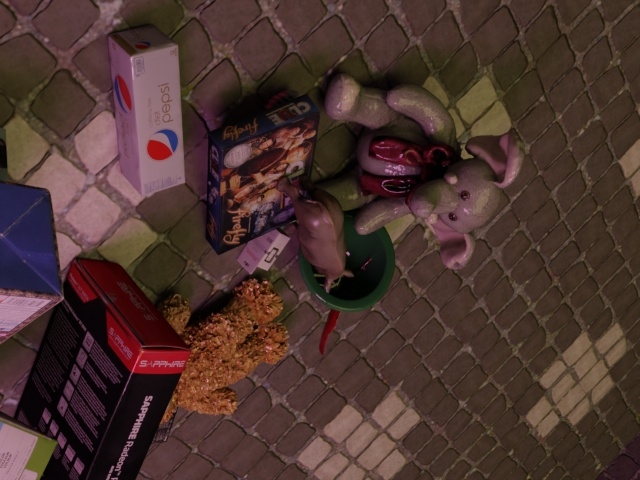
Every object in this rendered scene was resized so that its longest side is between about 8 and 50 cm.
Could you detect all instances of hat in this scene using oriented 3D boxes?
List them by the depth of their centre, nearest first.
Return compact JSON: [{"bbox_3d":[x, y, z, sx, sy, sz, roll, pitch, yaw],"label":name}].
[{"bbox_3d":[0.012,0.060,1.801,0.173,0.183,0.208,32,68,-11],"label":"hat"}]

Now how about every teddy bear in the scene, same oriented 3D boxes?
[{"bbox_3d":[-0.191,0.192,1.673,0.338,0.113,0.245,-11,125,-35],"label":"teddy bear"}]

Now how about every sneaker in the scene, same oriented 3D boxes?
[{"bbox_3d":[-0.062,-0.173,1.554,0.119,0.047,0.057,-50,145,15],"label":"sneaker"}]

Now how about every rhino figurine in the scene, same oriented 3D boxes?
[{"bbox_3d":[0.000,0.000,1.600,0.073,0.106,0.243,-36,146,-17],"label":"rhino figurine"}]

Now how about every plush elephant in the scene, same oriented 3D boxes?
[{"bbox_3d":[0.170,-0.097,1.644,0.330,0.255,0.272,-6,124,-38],"label":"plush elephant"}]

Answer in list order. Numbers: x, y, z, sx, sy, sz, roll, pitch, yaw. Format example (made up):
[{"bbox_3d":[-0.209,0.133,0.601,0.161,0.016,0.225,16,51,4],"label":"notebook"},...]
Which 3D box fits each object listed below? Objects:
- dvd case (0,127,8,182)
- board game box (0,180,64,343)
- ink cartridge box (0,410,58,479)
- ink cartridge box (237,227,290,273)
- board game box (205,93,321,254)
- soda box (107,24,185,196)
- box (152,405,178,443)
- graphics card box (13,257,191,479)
[{"bbox_3d":[-0.434,-0.114,1.253,0.013,0.087,0.119,-30,147,35],"label":"dvd case"},{"bbox_3d":[-0.476,0.047,1.190,0.232,0.141,0.291,10,149,-44],"label":"board game box"},{"bbox_3d":[-0.484,0.227,1.275,0.255,0.189,0.097,41,69,-48],"label":"ink cartridge box"},{"bbox_3d":[-0.092,0.013,1.664,0.028,0.048,0.083,27,103,-48],"label":"ink cartridge box"},{"bbox_3d":[-0.089,-0.094,1.541,0.165,0.042,0.243,-25,150,-23],"label":"board game box"},{"bbox_3d":[-0.231,-0.172,1.384,0.069,0.074,0.216,-20,132,-28],"label":"soda box"},{"bbox_3d":[-0.281,0.308,1.753,0.067,0.018,0.083,-1,121,-40],"label":"box"},{"bbox_3d":[-0.335,0.242,1.496,0.094,0.233,0.371,7,115,-44],"label":"graphics card box"}]
